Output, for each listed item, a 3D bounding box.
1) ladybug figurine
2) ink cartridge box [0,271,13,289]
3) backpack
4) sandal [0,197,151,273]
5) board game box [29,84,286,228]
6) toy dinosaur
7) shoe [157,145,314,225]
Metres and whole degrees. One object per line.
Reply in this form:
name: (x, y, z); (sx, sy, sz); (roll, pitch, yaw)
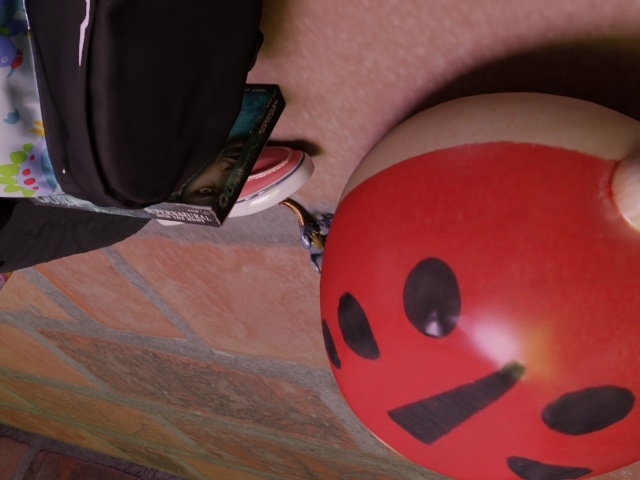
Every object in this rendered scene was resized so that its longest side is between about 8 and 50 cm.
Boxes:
ladybug figurine: (0.121, 0.069, 0.532); (0.305, 0.162, 0.449); (35, 156, 10)
ink cartridge box: (-0.472, -0.001, 0.766); (0.197, 0.270, 0.198); (2, 144, 35)
backpack: (-0.226, -0.176, 0.360); (0.356, 0.273, 0.290); (35, 140, 8)
sandal: (-0.327, 0.020, 0.584); (0.107, 0.446, 0.167); (61, 143, 17)
board game box: (-0.134, -0.075, 0.562); (0.186, 0.126, 0.026); (7, 147, 25)
toy dinosaur: (0.000, 0.000, 0.704); (0.090, 0.047, 0.082); (52, 165, 15)
shoe: (-0.097, -0.067, 0.612); (0.178, 0.063, 0.081); (-10, 127, 32)
